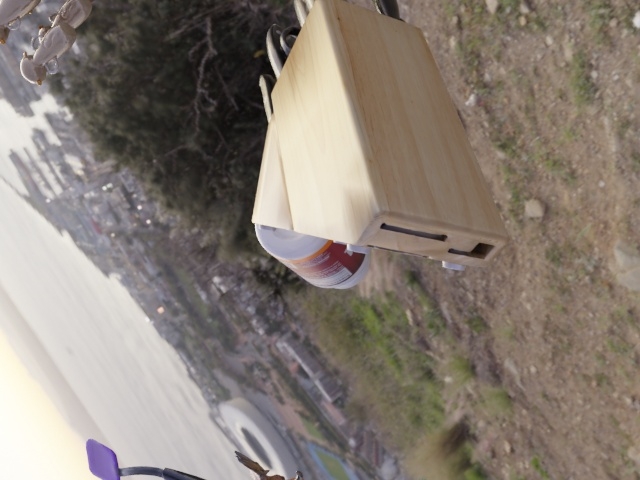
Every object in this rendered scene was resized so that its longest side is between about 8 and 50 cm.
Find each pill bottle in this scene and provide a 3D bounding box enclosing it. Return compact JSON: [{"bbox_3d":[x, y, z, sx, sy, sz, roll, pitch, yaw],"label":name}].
[{"bbox_3d":[0.000,0.000,0.702,0.086,0.086,0.152,41,179,28],"label":"pill bottle"}]

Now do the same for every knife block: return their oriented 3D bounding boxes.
[{"bbox_3d":[0.031,-0.116,0.473,0.276,0.088,0.242,-166,86,-67],"label":"knife block"}]

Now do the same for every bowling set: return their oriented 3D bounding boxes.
[{"bbox_3d":[-0.492,-0.406,1.185,0.154,0.200,0.287,-34,84,27],"label":"bowling set"}]

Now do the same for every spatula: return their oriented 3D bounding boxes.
[{"bbox_3d":[-0.296,0.405,1.163,0.296,0.030,0.084,4,108,21],"label":"spatula"}]

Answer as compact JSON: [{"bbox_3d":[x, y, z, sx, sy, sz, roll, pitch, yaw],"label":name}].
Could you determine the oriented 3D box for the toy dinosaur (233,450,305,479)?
[{"bbox_3d":[-0.146,0.404,0.930,0.127,0.200,0.296,51,-162,2],"label":"toy dinosaur"}]

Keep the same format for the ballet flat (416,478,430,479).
[{"bbox_3d":[0.146,0.315,0.581,0.231,0.077,0.077,38,132,38],"label":"ballet flat"}]
